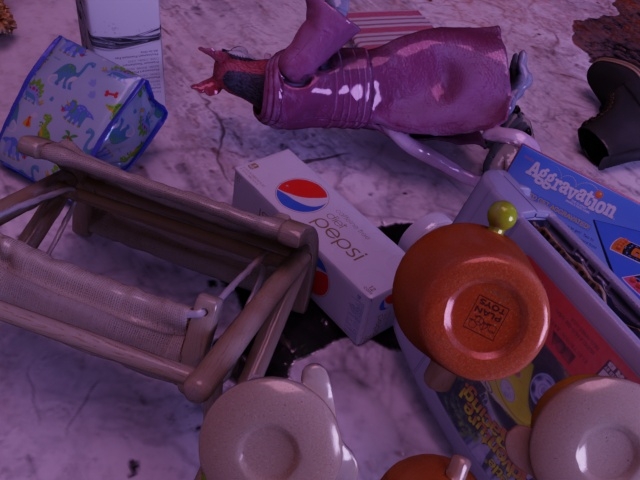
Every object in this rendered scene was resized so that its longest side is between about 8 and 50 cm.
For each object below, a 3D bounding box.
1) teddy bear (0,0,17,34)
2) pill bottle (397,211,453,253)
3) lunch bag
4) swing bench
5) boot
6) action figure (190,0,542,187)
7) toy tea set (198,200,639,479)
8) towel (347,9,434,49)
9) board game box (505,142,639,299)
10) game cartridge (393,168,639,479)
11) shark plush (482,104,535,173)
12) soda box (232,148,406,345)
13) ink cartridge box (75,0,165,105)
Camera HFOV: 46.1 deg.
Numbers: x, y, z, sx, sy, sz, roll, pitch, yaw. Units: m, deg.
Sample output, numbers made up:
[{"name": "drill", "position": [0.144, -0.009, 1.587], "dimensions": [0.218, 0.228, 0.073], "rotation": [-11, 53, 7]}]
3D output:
[{"name": "teddy bear", "position": [-0.511, -0.387, 1.039], "dimensions": [0.244, 0.113, 0.338], "rotation": [8, 43, -6]}, {"name": "pill bottle", "position": [0.141, 0.045, 0.720], "dimensions": [0.086, 0.086, 0.152], "rotation": [-15, 48, -25]}, {"name": "lunch bag", "position": [-0.263, -0.122, 0.816], "dimensions": [0.128, 0.096, 0.151], "rotation": [27, 74, 18]}, {"name": "swing bench", "position": [-0.155, 0.037, 0.613], "dimensions": [0.253, 0.165, 0.255], "rotation": [18, 43, 9]}, {"name": "boot", "position": [0.387, -0.178, 1.020], "dimensions": [0.136, 0.077, 0.198], "rotation": [-12, 46, -16]}, {"name": "action figure", "position": [0.034, -0.167, 0.887], "dimensions": [0.369, 0.248, 0.276], "rotation": [-3, 70, -13]}, {"name": "toy tea set", "position": [0.043, 0.130, 0.494], "dimensions": [0.336, 0.200, 0.124], "rotation": [-31, 4, 5]}, {"name": "towel", "position": [0.115, -0.291, 1.121], "dimensions": [0.144, 0.029, 0.197], "rotation": [-7, 43, -17]}, {"name": "board game box", "position": [0.274, 0.034, 0.707], "dimensions": [0.281, 0.145, 0.027], "rotation": [36, 15, 31]}, {"name": "game cartridge", "position": [0.170, 0.111, 0.571], "dimensions": [0.060, 0.196, 0.294], "rotation": [-6, 45, -34]}, {"name": "shark plush", "position": [0.236, -0.140, 0.963], "dimensions": [0.067, 0.073, 0.161], "rotation": [-15, 45, 19]}, {"name": "soda box", "position": [0.000, 0.000, 0.753], "dimensions": [0.073, 0.069, 0.216], "rotation": [-24, 53, -32]}, {"name": "ink cartridge box", "position": [-0.246, -0.278, 0.905], "dimensions": [0.085, 0.203, 0.148], "rotation": [-11, 46, -19]}]
